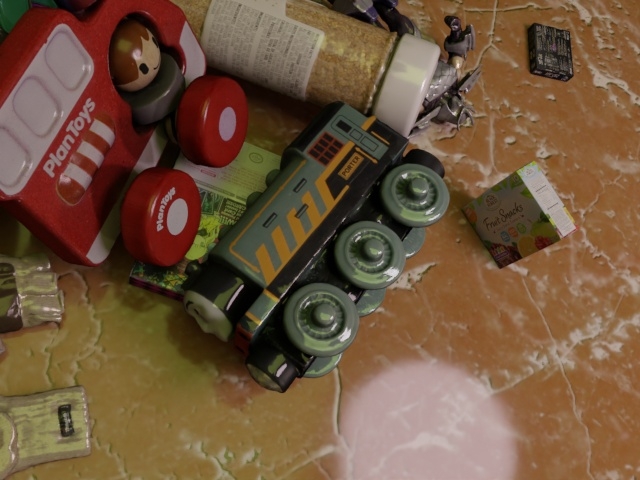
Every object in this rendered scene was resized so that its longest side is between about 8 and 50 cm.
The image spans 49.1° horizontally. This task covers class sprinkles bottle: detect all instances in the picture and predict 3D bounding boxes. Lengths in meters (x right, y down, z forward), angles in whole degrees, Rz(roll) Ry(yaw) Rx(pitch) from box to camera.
[{"bbox_3d":[-0.040,-0.236,0.846,0.355,0.121,0.121,21,67,3],"label":"sprinkles bottle"}]

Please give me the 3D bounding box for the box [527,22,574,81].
[{"bbox_3d":[0.358,-0.293,1.090,0.067,0.018,0.083,7,71,-16],"label":"box"}]

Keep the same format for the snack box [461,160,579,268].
[{"bbox_3d":[0.252,-0.029,0.902,0.037,0.141,0.100,-28,83,-23],"label":"snack box"}]

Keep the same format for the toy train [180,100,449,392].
[{"bbox_3d":[0.000,0.000,0.775,0.190,0.142,0.334,35,68,8],"label":"toy train"}]

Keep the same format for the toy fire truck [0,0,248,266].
[{"bbox_3d":[-0.213,-0.130,0.697,0.169,0.254,0.302,13,65,20],"label":"toy fire truck"}]

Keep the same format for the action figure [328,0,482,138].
[{"bbox_3d":[0.115,-0.263,0.960,0.285,0.099,0.185,49,60,-2],"label":"action figure"}]

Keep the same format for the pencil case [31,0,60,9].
[{"bbox_3d":[-0.316,-0.294,0.844,0.151,0.064,0.070,15,72,-12],"label":"pencil case"}]

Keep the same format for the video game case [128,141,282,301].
[{"bbox_3d":[-0.083,-0.009,0.840,0.232,0.042,0.210,20,68,-11],"label":"video game case"}]

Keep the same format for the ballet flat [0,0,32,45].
[{"bbox_3d":[-0.355,-0.226,0.798,0.072,0.068,0.213,-24,116,-48],"label":"ballet flat"}]

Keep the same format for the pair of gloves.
[{"bbox_3d":[-0.354,0.128,0.708,0.204,0.042,0.240,-13,79,-25],"label":"pair of gloves"}]
